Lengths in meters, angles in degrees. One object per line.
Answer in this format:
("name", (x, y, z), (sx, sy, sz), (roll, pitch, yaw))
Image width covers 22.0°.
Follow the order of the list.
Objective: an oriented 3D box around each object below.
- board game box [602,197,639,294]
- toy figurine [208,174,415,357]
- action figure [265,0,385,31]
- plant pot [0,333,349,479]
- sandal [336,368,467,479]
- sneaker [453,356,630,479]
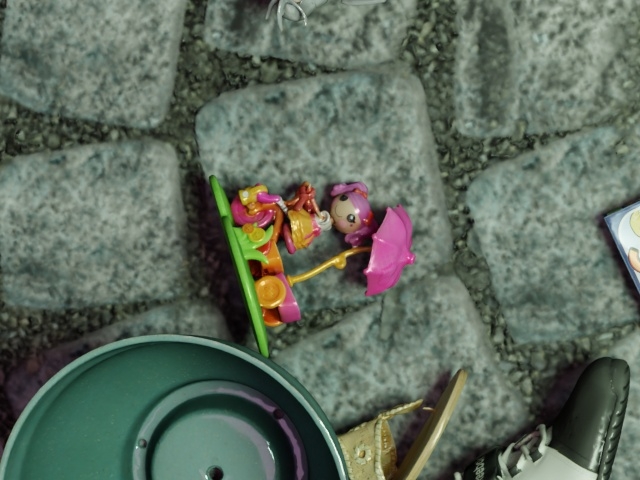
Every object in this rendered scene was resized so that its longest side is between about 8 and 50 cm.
("board game box", (0.347, 0.040, 1.422), (0.136, 0.035, 0.201), (-26, 90, 9))
("toy figurine", (0.000, 0.000, 1.445), (0.159, 0.130, 0.173), (-17, 67, -5))
("action figure", (0.013, -0.312, 1.403), (0.185, 0.099, 0.285), (20, 88, 24))
("plant pot", (-0.107, 0.215, 1.415), (0.293, 0.196, 0.293), (0, 93, 8))
("sandal", (0.040, 0.203, 1.450), (0.079, 0.088, 0.240), (27, 103, 0))
("sneaker", (0.155, 0.234, 1.417), (0.146, 0.122, 0.330), (26, 101, 9))
